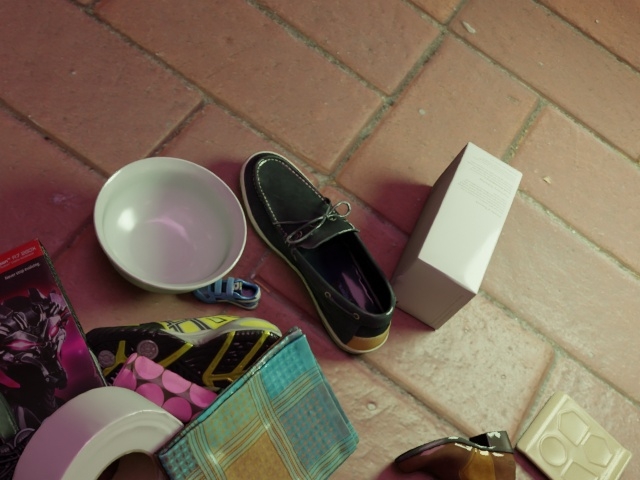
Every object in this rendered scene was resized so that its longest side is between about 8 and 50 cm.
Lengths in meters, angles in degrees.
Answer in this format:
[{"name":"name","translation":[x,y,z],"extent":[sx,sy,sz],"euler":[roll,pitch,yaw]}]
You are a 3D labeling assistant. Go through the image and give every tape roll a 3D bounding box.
[{"name":"tape roll","translation":[-0.345,0.380,1.463],"extent":[0.100,0.286,0.286],"euler":[21,45,36]}]

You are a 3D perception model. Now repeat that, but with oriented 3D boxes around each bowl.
[{"name":"bowl","translation":[-0.305,-0.007,1.811],"extent":[0.297,0.134,0.298],"euler":[10,57,-16]}]

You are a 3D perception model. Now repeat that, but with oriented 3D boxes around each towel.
[{"name":"towel","translation":[-0.094,0.360,1.589],"extent":[0.370,0.040,0.272],"euler":[-39,110,-39]}]

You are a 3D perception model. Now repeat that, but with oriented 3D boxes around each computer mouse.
[{"name":"computer mouse","translation":[-0.545,0.263,1.440],"extent":[0.272,0.072,0.188],"euler":[35,32,17]}]

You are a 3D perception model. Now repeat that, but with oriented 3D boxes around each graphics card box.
[{"name":"graphics card box","translation":[-0.519,0.205,1.587],"extent":[0.232,0.094,0.371],"euler":[-25,73,-13]}]

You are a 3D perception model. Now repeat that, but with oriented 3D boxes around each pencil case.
[{"name":"pencil case","translation":[-0.260,0.278,1.607],"extent":[0.209,0.098,0.095],"euler":[31,77,-3]}]

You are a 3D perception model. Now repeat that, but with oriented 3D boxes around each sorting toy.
[{"name":"sorting toy","translation":[0.537,0.449,1.948],"extent":[0.208,0.038,0.193],"euler":[41,54,10]}]

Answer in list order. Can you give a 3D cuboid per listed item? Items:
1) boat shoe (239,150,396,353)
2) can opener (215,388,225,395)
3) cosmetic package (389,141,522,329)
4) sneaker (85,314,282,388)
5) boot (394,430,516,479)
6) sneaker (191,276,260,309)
[{"name":"boat shoe","translation":[0.000,0.000,1.921],"extent":[0.186,0.156,0.500],"euler":[-22,70,-29]},{"name":"can opener","translation":[-0.110,0.284,1.763],"extent":[0.186,0.059,0.073],"euler":[-18,69,-30]},{"name":"cosmetic package","translation":[0.291,-0.013,2.022],"extent":[0.155,0.197,0.366],"euler":[30,56,-4]},{"name":"sneaker","translation":[-0.256,0.213,1.718],"extent":[0.384,0.147,0.145],"euler":[2,101,-6]},{"name":"boot","translation":[0.286,0.526,1.786],"extent":[0.264,0.096,0.281],"euler":[2,68,-30]},{"name":"sneaker","translation":[-0.187,0.099,1.842],"extent":[0.144,0.059,0.053],"euler":[9,60,-16]}]
